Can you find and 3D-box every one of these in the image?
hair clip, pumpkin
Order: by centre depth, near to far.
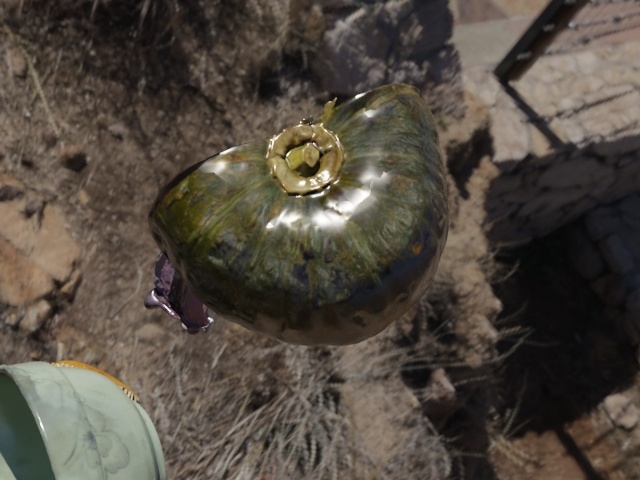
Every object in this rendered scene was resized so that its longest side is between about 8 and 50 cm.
[{"bbox_3d":[0.000,0.000,1.025,0.324,0.242,0.232,-23,83,-6],"label":"pumpkin"},{"bbox_3d":[-0.206,0.058,1.442,0.056,0.187,0.146,-29,53,-36],"label":"hair clip"}]

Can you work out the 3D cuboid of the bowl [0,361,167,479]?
[{"bbox_3d":[-0.298,0.291,1.188,0.163,0.307,0.307,-8,64,-35],"label":"bowl"}]

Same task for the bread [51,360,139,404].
[{"bbox_3d":[-0.444,0.305,1.857,0.190,0.132,0.114,24,60,-11],"label":"bread"}]
